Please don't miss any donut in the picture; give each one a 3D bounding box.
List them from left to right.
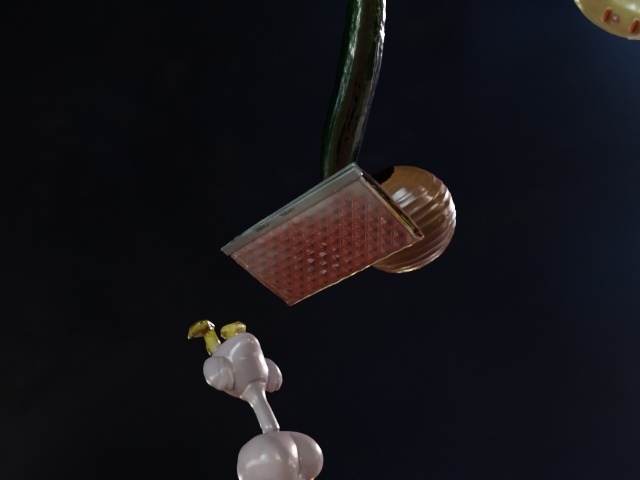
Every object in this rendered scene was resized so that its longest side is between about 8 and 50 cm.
[{"bbox_3d":[0.332,-0.251,1.159,0.166,0.065,0.108,7,-42,26],"label":"donut"}]

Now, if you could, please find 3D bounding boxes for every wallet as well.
[{"bbox_3d":[0.000,0.000,1.118,0.103,0.020,0.196,43,-47,-19],"label":"wallet"}]

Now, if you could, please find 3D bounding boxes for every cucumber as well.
[{"bbox_3d":[0.037,-0.174,1.311,0.056,0.056,0.284,3,-72,-21],"label":"cucumber"}]

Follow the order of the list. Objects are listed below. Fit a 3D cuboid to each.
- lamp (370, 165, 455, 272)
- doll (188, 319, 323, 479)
[{"bbox_3d":[0.098,-0.025,1.388,0.136,0.136,0.136,-8,-34,-6],"label":"lamp"},{"bbox_3d":[-0.098,0.280,1.837,0.160,0.365,0.094,9,-42,-48],"label":"doll"}]
